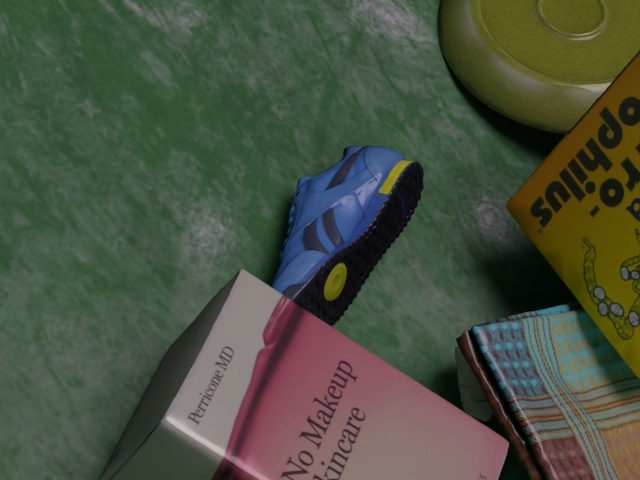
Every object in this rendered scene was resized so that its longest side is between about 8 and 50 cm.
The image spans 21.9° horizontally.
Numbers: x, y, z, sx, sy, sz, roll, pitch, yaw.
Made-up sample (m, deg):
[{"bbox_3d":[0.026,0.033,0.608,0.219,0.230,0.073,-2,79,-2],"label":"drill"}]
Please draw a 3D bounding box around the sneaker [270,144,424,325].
[{"bbox_3d":[0.000,0.000,1.305,0.082,0.069,0.209,20,51,24],"label":"sneaker"}]

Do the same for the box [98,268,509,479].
[{"bbox_3d":[-0.010,0.156,1.136,0.232,0.127,0.149,33,48,-9],"label":"box"}]

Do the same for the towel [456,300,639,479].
[{"bbox_3d":[0.279,0.161,1.321,0.370,0.040,0.271,-6,62,-51],"label":"towel"}]

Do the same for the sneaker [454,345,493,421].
[{"bbox_3d":[0.161,0.114,1.334,0.152,0.053,0.061,2,90,-43],"label":"sneaker"}]

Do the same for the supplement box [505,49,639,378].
[{"bbox_3d":[0.364,-0.031,1.395,0.356,0.194,0.195,-5,51,-49],"label":"supplement box"}]

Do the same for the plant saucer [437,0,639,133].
[{"bbox_3d":[0.230,-0.203,1.537,0.241,0.037,0.241,2,55,-3],"label":"plant saucer"}]
